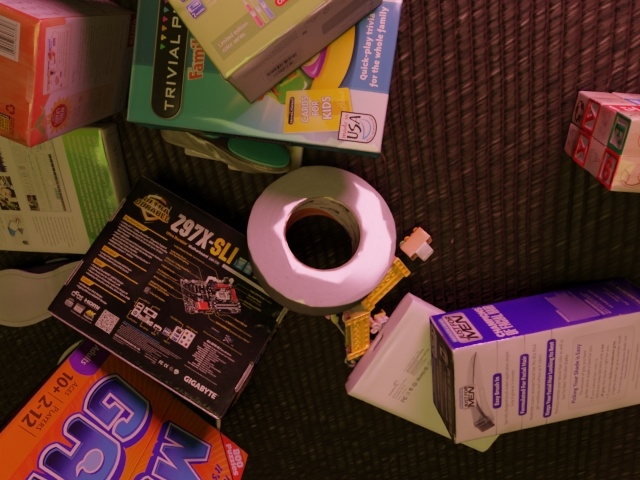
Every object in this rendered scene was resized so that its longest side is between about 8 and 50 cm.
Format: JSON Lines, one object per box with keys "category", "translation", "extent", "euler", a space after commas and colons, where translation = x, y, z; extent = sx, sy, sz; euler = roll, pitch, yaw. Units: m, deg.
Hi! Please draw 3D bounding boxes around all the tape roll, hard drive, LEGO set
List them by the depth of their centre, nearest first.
{"category": "tape roll", "translation": [0.000, 0.000, 0.737], "extent": [0.219, 0.219, 0.072], "euler": [20, 160, -1]}
{"category": "LEGO set", "translation": [0.080, 0.088, 0.850], "extent": [0.132, 0.107, 0.287], "euler": [2, 117, -31]}
{"category": "hard drive", "translation": [0.225, 0.242, 0.862], "extent": [0.307, 0.040, 0.203], "euler": [28, 104, -17]}

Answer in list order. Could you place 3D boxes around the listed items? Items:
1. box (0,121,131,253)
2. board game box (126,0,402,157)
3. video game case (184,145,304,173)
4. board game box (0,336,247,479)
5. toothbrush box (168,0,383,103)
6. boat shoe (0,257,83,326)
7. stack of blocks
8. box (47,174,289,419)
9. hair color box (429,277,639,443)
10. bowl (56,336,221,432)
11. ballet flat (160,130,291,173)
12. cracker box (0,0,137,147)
{"category": "box", "translation": [-0.492, -0.090, 0.857], "extent": [0.321, 0.058, 0.232], "euler": [3, 117, 9]}
{"category": "board game box", "translation": [-0.069, -0.259, 0.644], "extent": [0.335, 0.079, 0.254], "euler": [8, 96, 5]}
{"category": "video game case", "translation": [-0.112, -0.219, 0.749], "extent": [0.193, 0.023, 0.213], "euler": [11, 117, 4]}
{"category": "board game box", "translation": [-0.399, 0.449, 0.757], "extent": [0.356, 0.356, 0.356], "euler": [-39, 105, 24]}
{"category": "toothbrush box", "translation": [-0.091, -0.335, 0.538], "extent": [0.206, 0.122, 0.283], "euler": [-36, 90, 6]}
{"category": "boat shoe", "translation": [-0.506, 0.093, 0.929], "extent": [0.302, 0.091, 0.114], "euler": [-6, 95, 14]}
{"category": "stack of blocks", "translation": [0.497, -0.123, 0.616], "extent": [0.297, 0.171, 0.087], "euler": [5, 117, 6]}
{"category": "box", "translation": [-0.218, 0.086, 0.779], "extent": [0.322, 0.079, 0.257], "euler": [30, 78, 4]}
{"category": "hair color box", "translation": [0.354, 0.189, 0.783], "extent": [0.338, 0.110, 0.185], "euler": [-10, 114, -6]}
{"category": "bowl", "translation": [-0.318, 0.262, 0.942], "extent": [0.311, 0.163, 0.312], "euler": [4, 116, 8]}
{"category": "ballet flat", "translation": [-0.146, -0.146, 0.748], "extent": [0.213, 0.072, 0.068], "euler": [24, 144, -2]}
{"category": "cracker box", "translation": [-0.338, -0.236, 0.658], "extent": [0.067, 0.232, 0.156], "euler": [23, 117, -1]}
